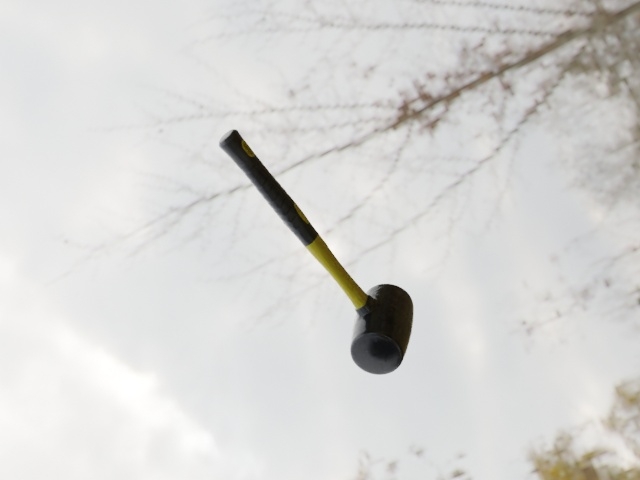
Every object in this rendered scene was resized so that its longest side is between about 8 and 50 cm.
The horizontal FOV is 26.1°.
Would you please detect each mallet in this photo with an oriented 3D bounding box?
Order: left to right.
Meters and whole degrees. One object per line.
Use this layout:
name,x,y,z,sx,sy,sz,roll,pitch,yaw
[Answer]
mallet,0.000,0.000,0.903,0.190,0.039,0.062,55,-153,-13
